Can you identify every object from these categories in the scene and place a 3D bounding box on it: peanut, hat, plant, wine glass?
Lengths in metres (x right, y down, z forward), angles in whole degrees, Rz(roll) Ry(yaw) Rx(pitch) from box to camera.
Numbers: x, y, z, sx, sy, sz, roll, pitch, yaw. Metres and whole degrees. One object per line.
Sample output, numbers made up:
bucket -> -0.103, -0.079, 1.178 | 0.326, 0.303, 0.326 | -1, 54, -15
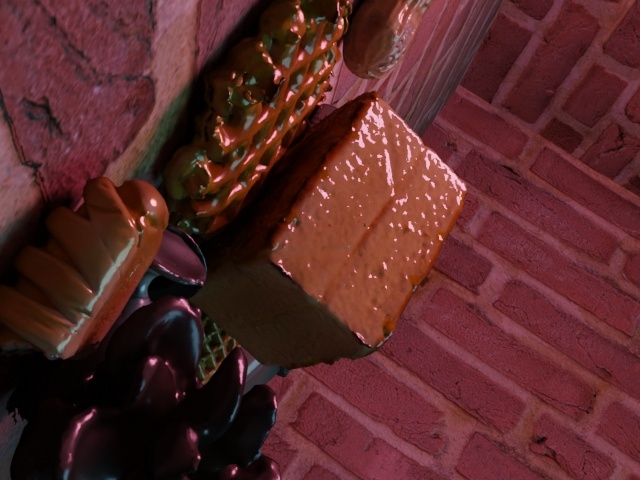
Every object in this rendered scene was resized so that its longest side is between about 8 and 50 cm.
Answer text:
peanut -> 0.101, -0.318, 1.182 | 0.214, 0.090, 0.098 | -61, 163, 12
hat -> -0.172, 0.015, 0.881 | 0.121, 0.121, 0.050 | -61, -149, 35
plant -> -0.139, 0.197, 0.728 | 0.199, 0.188, 0.276 | -41, 163, -39
wine glass -> -0.202, 0.089, 0.820 | 0.222, 0.103, 0.103 | -53, 175, 16

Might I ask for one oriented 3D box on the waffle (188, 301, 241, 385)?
waffle -> -0.169, 0.145, 1.228 | 0.183, 0.036, 0.169 | 39, 58, -54

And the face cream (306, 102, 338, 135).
face cream -> -0.040, -0.020, 1.347 | 0.370, 0.145, 0.145 | -57, 174, 0

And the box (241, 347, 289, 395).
box -> -0.161, 0.202, 1.504 | 0.182, 0.175, 0.312 | -45, 171, -21

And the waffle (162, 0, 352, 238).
waffle -> -0.065, -0.132, 0.938 | 0.325, 0.068, 0.302 | -57, 174, -7

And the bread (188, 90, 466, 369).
bread -> 0.000, 0.000, 1.112 | 0.279, 0.207, 0.279 | -26, -153, 55

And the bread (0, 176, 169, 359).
bread -> -0.189, 0.025, 0.687 | 0.177, 0.084, 0.119 | -56, 175, -12
